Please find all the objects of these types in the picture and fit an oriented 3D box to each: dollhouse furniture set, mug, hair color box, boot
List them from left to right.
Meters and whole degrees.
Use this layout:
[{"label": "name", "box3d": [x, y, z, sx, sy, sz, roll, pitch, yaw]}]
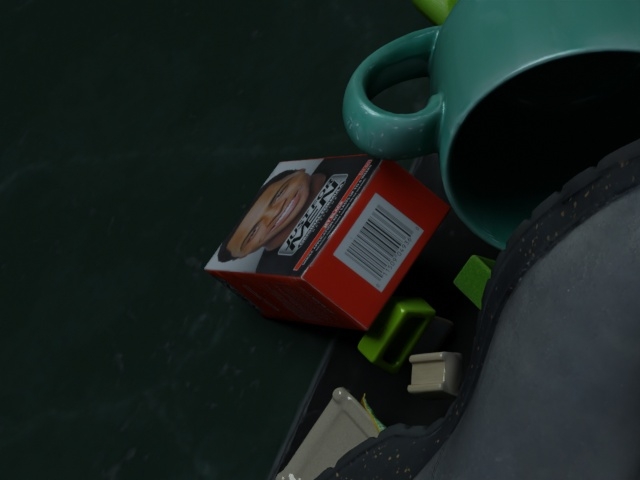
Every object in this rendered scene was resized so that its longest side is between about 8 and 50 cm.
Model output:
[{"label": "hair color box", "box3d": [0.000, 0.000, 0.900, 0.072, 0.043, 0.141, -55, 17, -13]}, {"label": "dollhouse furniture set", "box3d": [0.051, 0.078, 0.853, 0.076, 0.058, 0.151, 45, 109, 41]}, {"label": "mug", "box3d": [0.103, -0.072, 0.834, 0.129, 0.158, 0.097, -43, 34, 32]}, {"label": "boot", "box3d": [0.096, 0.132, 0.651, 0.338, 0.118, 0.222, 123, 152, -43]}]

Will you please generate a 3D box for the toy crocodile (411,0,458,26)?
[{"label": "toy crocodile", "box3d": [0.195, -0.193, 0.896, 0.340, 0.105, 0.115, -33, 43, 11]}]
